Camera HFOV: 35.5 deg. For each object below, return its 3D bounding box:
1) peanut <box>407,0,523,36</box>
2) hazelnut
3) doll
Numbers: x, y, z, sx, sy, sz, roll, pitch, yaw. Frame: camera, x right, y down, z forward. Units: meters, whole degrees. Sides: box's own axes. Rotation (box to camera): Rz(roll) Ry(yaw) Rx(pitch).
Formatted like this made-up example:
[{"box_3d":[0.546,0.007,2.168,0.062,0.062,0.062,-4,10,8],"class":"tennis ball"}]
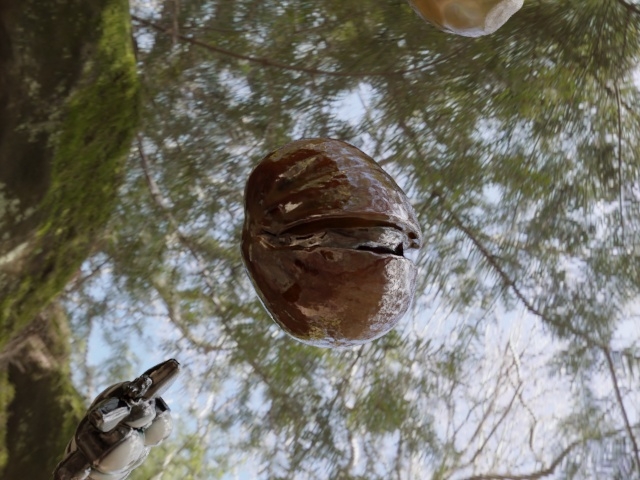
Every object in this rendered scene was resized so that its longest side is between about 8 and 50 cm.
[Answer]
[{"box_3d":[0.067,-0.195,0.485,0.089,0.089,0.193,-3,-58,17],"class":"peanut"},{"box_3d":[0.000,0.000,0.936,0.178,0.178,0.204,-8,-107,18],"class":"hazelnut"},{"box_3d":[-0.179,0.172,0.865,0.067,0.091,0.219,51,-37,13],"class":"doll"}]
